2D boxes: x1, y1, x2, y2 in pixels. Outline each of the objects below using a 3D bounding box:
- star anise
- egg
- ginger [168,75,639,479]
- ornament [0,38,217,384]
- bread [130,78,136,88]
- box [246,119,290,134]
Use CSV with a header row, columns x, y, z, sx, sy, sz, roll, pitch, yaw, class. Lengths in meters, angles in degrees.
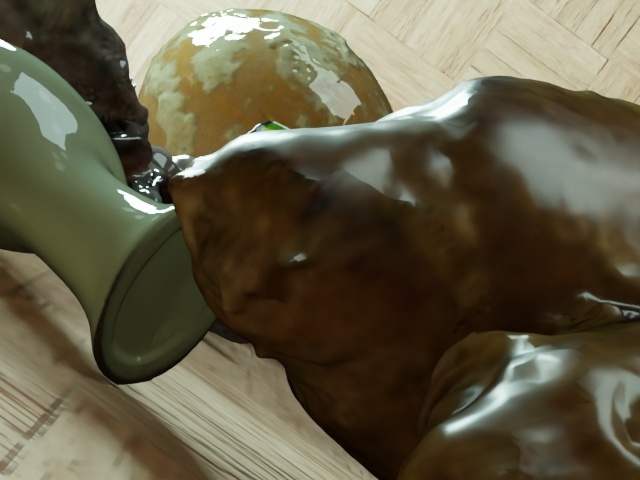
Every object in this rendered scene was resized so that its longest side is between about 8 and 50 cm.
x,y,z,sx,sy,sz,roll,pitch,yaw,class
-0.102,-0.048,0.725,0.257,0.110,0.198,42,1,-6,star anise
-0.037,-0.071,1.115,0.245,0.203,0.203,44,5,26,egg
0.109,0.081,0.464,0.357,0.152,0.274,46,28,-1,ginger
-0.101,-0.020,0.527,0.156,0.075,0.081,35,11,31,ornament
-0.161,-0.062,0.878,0.043,0.108,0.062,-128,-152,-69,bread
0.078,0.074,0.871,0.345,0.097,0.134,35,-27,10,box
